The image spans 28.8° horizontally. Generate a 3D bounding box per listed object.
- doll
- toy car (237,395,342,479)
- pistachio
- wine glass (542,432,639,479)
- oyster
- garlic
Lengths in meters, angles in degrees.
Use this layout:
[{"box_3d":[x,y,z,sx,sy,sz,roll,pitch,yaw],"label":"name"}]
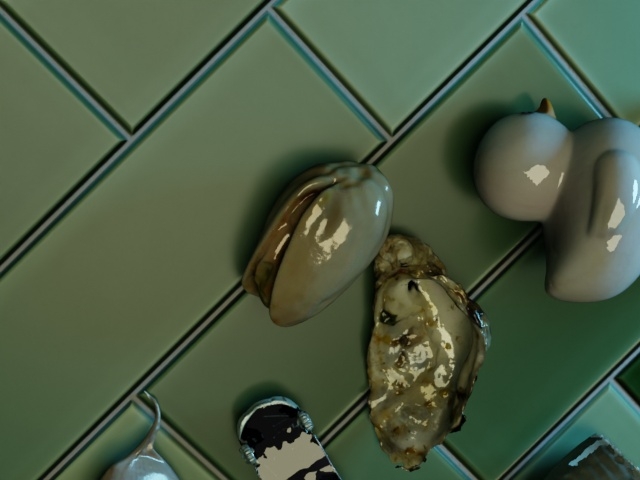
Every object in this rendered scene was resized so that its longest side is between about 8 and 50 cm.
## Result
[{"box_3d":[0.284,-0.052,1.481,0.221,0.221,0.251,6,75,-13],"label":"doll"},{"box_3d":[-0.032,0.285,1.557,0.095,0.056,0.205,-30,103,-4],"label":"toy car"},{"box_3d":[0.000,0.000,1.462,0.144,0.144,0.215,33,104,-17],"label":"pistachio"},{"box_3d":[0.306,0.412,1.594,0.357,0.190,0.190,-43,107,5],"label":"wine glass"},{"box_3d":[0.118,0.141,1.551,0.166,0.094,0.294,17,109,4],"label":"oyster"},{"box_3d":[-0.225,0.332,1.513,0.128,0.148,0.267,-4,112,27],"label":"garlic"}]
